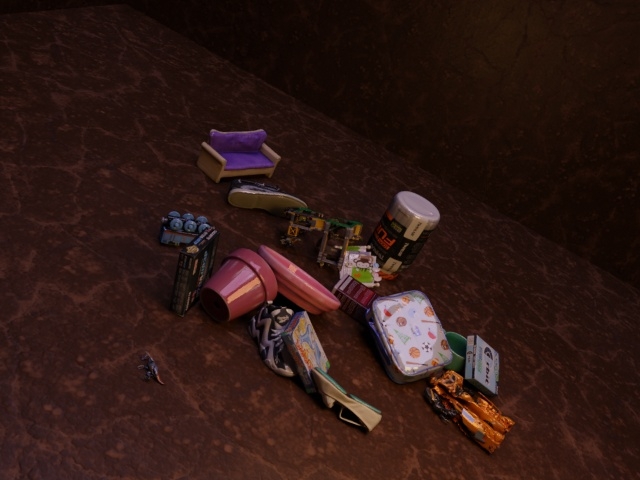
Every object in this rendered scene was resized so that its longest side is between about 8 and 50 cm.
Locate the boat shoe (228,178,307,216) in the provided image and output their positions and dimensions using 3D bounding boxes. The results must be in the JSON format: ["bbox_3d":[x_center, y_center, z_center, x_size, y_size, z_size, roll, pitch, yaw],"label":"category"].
[{"bbox_3d":[-0.219,-0.185,2.382,0.340,0.127,0.113,6,47,-19],"label":"boat shoe"}]

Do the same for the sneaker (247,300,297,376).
[{"bbox_3d":[-0.120,0.278,1.707,0.094,0.153,0.235,1,39,-37],"label":"sneaker"}]

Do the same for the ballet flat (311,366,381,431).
[{"bbox_3d":[0.061,0.461,1.641,0.248,0.086,0.086,36,29,-1],"label":"ballet flat"}]

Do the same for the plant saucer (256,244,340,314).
[{"bbox_3d":[-0.087,0.142,1.910,0.332,0.084,0.332,36,0,0],"label":"plant saucer"}]

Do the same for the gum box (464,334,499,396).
[{"bbox_3d":[0.568,0.440,2.006,0.184,0.041,0.157,38,52,-38],"label":"gum box"}]

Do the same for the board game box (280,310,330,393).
[{"bbox_3d":[-0.042,0.328,1.693,0.201,0.035,0.136,67,26,-16],"label":"board game box"}]

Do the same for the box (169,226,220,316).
[{"bbox_3d":[-0.375,0.091,1.716,0.051,0.220,0.175,21,28,6],"label":"box"}]

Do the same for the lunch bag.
[{"bbox_3d":[0.287,0.319,1.938,0.243,0.115,0.303,-11,62,-23],"label":"lunch bag"}]

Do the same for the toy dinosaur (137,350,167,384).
[{"bbox_3d":[-0.442,0.330,1.491,0.090,0.047,0.082,53,9,-27],"label":"toy dinosaur"}]

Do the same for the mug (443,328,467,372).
[{"bbox_3d":[0.474,0.401,2.073,0.129,0.097,0.158,18,30,-17],"label":"mug"}]

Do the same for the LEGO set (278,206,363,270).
[{"bbox_3d":[0.000,0.000,2.271,0.331,0.192,0.255,14,11,2],"label":"LEGO set"}]

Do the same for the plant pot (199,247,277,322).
[{"bbox_3d":[-0.263,0.151,1.765,0.201,0.201,0.180,38,45,16],"label":"plant pot"}]

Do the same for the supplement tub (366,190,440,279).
[{"bbox_3d":[0.324,-0.016,2.356,0.207,0.338,0.207,21,30,-13],"label":"supplement tub"}]

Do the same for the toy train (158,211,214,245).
[{"bbox_3d":[-0.458,-0.033,1.958,0.184,0.105,0.080,10,26,-29],"label":"toy train"}]

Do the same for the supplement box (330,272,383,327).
[{"bbox_3d":[0.157,0.233,2.095,0.239,0.073,0.130,33,31,9],"label":"supplement box"}]

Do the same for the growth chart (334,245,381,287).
[{"bbox_3d":[0.148,0.100,2.266,0.172,0.021,0.237,-4,43,-1],"label":"growth chart"}]

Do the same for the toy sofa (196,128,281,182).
[{"bbox_3d":[-0.346,-0.374,2.519,0.150,0.177,0.362,43,31,24],"label":"toy sofa"}]

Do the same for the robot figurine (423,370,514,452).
[{"bbox_3d":[0.478,0.540,1.872,0.291,0.085,0.211,41,31,21],"label":"robot figurine"}]
